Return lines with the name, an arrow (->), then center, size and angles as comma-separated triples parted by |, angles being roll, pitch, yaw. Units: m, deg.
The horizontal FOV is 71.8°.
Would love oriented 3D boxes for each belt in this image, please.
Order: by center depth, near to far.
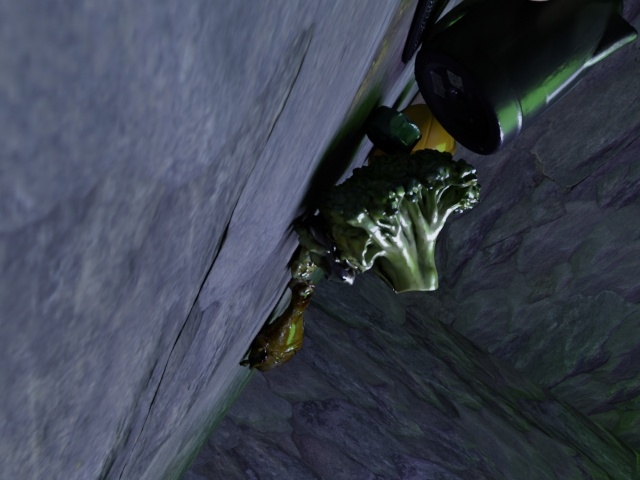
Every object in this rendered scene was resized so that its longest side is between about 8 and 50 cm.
belt -> 0.140, -0.207, 0.867 | 0.058, 0.105, 0.140 | -57, 166, 0

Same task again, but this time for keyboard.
keyboard -> 0.163, -0.352, 0.654 | 0.087, 0.017, 0.250 | -58, 176, -6

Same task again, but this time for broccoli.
broccoli -> 0.119, -0.047, 0.817 | 0.334, 0.324, 0.272 | -25, -126, 61

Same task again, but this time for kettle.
kettle -> 0.340, -0.359, 0.795 | 0.324, 0.321, 0.228 | -37, 139, 1

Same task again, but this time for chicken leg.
chicken leg -> -0.099, 0.274, 1.413 | 0.361, 0.140, 0.211 | -55, 168, 15

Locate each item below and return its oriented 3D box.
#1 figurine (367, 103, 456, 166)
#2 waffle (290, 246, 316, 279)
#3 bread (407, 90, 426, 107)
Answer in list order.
figurine -> 0.226, -0.249, 1.159 | 0.257, 0.167, 0.192 | -29, -148, 47
waffle -> -0.003, -0.001, 1.077 | 0.223, 0.054, 0.204 | -60, 175, 10
bread -> 0.347, -0.436, 1.485 | 0.152, 0.105, 0.077 | -55, -178, -17
